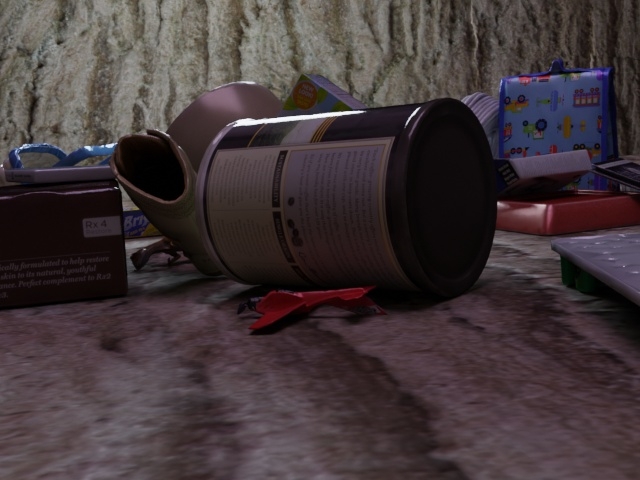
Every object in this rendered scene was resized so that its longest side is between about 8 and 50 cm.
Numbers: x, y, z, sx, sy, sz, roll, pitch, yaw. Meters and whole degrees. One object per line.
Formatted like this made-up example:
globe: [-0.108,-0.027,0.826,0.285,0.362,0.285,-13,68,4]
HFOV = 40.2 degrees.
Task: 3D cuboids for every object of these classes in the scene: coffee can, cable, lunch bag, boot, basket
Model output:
coffee can: [0.027,-0.045,0.967,0.275,0.202,0.201,1,8,37]
cable: [0.316,-0.191,1.893,0.089,0.257,0.257,32,51,22]
lunch bag: [0.480,-0.220,1.777,0.220,0.294,0.138,0,8,30]
boot: [-0.216,-0.087,1.128,0.095,0.262,0.203,-38,-29,-6]
basket: [-0.551,-0.121,1.855,0.289,0.201,0.255,-35,-1,16]

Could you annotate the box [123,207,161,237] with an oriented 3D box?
box: [-0.339,-0.040,1.766,0.168,0.059,0.054,-6,6,-13]

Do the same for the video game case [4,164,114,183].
video game case: [-0.360,-0.103,1.323,0.190,0.022,0.173,-7,7,-32]

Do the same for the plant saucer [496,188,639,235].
plant saucer: [0.412,-0.053,1.468,0.258,0.048,0.259,-7,8,-19]

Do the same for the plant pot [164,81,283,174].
plant pot: [-0.128,-0.111,1.562,0.284,0.284,0.191,-11,46,-45]

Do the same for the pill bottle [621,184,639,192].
pill bottle: [0.602,-0.098,1.594,0.078,0.078,0.137,-4,7,2]

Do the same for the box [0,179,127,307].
box: [-0.364,-0.008,1.196,0.191,0.143,0.381,-5,5,-12]

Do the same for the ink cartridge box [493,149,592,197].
ink cartridge box: [0.334,-0.095,1.577,0.223,0.045,0.223,-7,-15,-23]

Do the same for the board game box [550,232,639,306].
board game box: [0.424,0.031,0.725,0.389,0.050,0.390,-4,6,4]

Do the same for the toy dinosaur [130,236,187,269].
toy dinosaur: [-0.190,-0.001,1.331,0.112,0.064,0.211,0,8,44]

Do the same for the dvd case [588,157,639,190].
dvd case: [0.567,-0.086,1.427,0.221,0.018,0.164,27,23,29]

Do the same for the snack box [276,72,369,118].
snack box: [0.024,-0.099,1.181,0.207,0.175,0.070,38,20,14]

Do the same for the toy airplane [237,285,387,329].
toy airplane: [-0.010,0.060,0.842,0.151,0.028,0.151,-4,5,0]
